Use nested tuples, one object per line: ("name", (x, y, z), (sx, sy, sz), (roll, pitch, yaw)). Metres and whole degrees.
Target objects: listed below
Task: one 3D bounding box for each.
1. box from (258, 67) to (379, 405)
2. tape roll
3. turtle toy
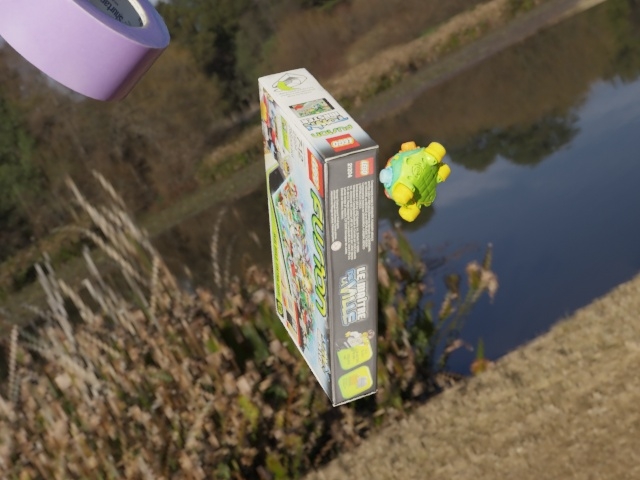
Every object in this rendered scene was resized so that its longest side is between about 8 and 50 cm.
("box", (0.000, 0.000, 0.674), (0.036, 0.206, 0.114), (-16, 38, -17))
("tape roll", (-0.257, -0.240, 1.040), (0.080, 0.189, 0.189), (-45, 4, 20))
("turtle toy", (0.119, -0.079, 1.297), (0.095, 0.066, 0.130), (-51, -27, -12))
